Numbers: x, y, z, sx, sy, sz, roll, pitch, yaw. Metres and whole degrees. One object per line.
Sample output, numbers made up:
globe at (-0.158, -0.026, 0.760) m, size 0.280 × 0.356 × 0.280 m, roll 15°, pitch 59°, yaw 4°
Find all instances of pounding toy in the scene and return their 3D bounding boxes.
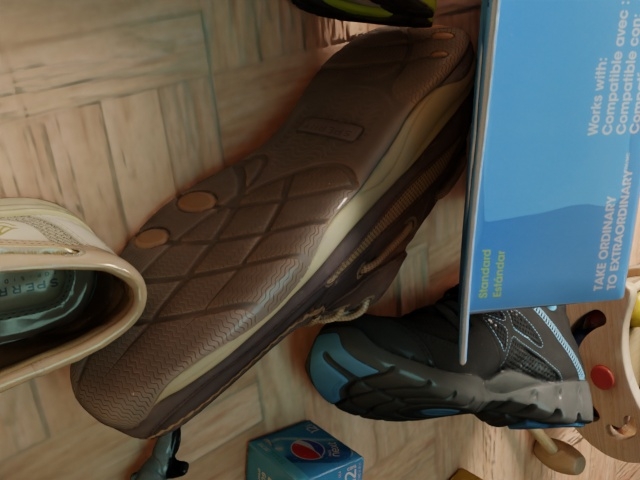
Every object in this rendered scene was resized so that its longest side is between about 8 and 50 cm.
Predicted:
pounding toy at (0.311, 0.167, 0.824) m, size 0.155 × 0.154 × 0.269 m, roll -19°, pitch 117°, yaw -37°

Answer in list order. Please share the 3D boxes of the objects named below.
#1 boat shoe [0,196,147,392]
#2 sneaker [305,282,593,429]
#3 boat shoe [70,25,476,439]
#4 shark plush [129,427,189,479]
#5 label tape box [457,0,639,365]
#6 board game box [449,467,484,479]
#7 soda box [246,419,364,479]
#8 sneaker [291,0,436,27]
boat shoe at (-0.226, 0.049, 0.327) m, size 0.302 × 0.098 × 0.109 m, roll -15°, pitch 115°, yaw -38°
sneaker at (0.120, 0.094, 0.674) m, size 0.341 × 0.125 × 0.139 m, roll 17°, pitch 66°, yaw -42°
boat shoe at (0.000, 0.000, 0.495) m, size 0.355 × 0.132 × 0.130 m, roll -45°, pitch 132°, yaw -20°
shark plush at (-0.136, 0.190, 0.497) m, size 0.067 × 0.073 × 0.161 m, roll 33°, pitch 87°, yaw -14°
label tape box at (0.164, -0.098, 0.504) m, size 0.347 × 0.115 × 0.249 m, roll -57°, pitch 149°, yaw -67°
board game box at (0.094, 0.434, 0.785) m, size 0.316 × 0.064 × 0.242 m, roll -37°, pitch 127°, yaw -27°
soda box at (-0.020, 0.263, 0.613) m, size 0.067 × 0.071 × 0.210 m, roll -8°, pitch 111°, yaw -40°
sneaker at (-0.032, -0.221, 0.418) m, size 0.300 × 0.111 × 0.121 m, roll 12°, pitch 87°, yaw -50°
